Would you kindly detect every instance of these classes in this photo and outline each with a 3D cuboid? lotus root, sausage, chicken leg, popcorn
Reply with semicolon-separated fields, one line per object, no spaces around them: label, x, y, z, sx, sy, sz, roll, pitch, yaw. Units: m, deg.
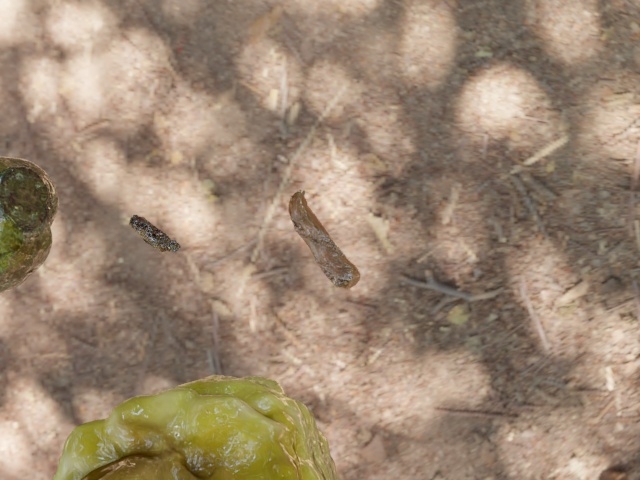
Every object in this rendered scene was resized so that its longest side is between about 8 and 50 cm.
lotus root;-0.600;-0.028;1.834;0.346;0.251;0.250;-22;80;48
sausage;0.000;0.000;1.363;0.042;0.036;0.158;-30;66;-6
chicken leg;-0.188;-0.004;1.183;0.083;0.036;0.021;32;64;27
popcorn;-0.123;0.294;0.864;0.382;0.349;0.348;-17;82;4
